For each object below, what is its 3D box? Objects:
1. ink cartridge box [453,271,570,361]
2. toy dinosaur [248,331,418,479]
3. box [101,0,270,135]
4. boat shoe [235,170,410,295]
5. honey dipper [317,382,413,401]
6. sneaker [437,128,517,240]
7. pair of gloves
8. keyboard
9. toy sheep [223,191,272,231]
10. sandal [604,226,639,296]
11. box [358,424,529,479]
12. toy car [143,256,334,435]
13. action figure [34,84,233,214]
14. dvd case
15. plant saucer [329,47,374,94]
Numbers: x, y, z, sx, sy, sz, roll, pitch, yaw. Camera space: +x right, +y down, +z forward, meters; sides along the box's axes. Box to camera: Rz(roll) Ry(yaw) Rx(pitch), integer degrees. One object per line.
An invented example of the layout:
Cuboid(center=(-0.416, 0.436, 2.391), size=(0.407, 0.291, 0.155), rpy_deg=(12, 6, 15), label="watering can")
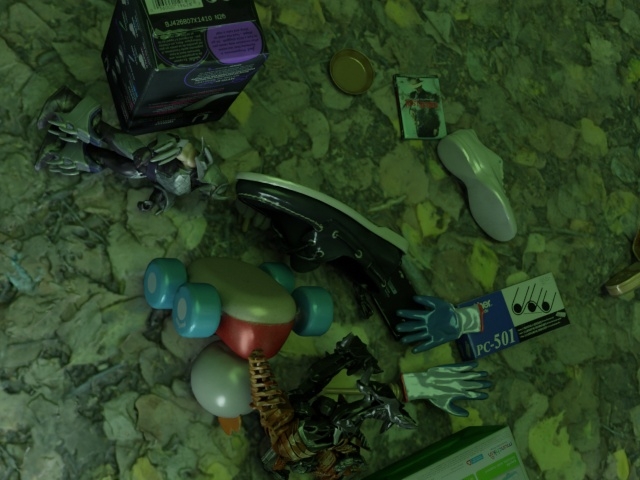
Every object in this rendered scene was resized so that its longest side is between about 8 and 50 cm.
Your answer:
Cuboid(center=(0.321, 0.130, 1.434), size=(0.207, 0.046, 0.097), rpy_deg=(-16, 84, -24), label="ink cartridge box")
Cuboid(center=(0.000, 0.250, 1.158), size=(0.218, 0.322, 0.164), rpy_deg=(-34, 63, 2), label="toy dinosaur")
Cuboid(center=(-0.201, -0.266, 1.192), size=(0.165, 0.270, 0.143), rpy_deg=(-14, 83, -24), label="box")
Cuboid(center=(-0.003, 0.000, 1.238), size=(0.340, 0.127, 0.113), rpy_deg=(26, 81, -47), label="boat shoe")
Cuboid(center=(0.068, 0.238, 1.318), size=(0.160, 0.030, 0.030), rpy_deg=(4, 77, -19), label="honey dipper")
Cuboid(center=(0.296, -0.104, 1.466), size=(0.094, 0.080, 0.212), rpy_deg=(-28, 88, -36), label="sneaker")
Cuboid(center=(0.198, 0.184, 1.342), size=(0.159, 0.023, 0.198), rpy_deg=(-2, 78, -16), label="pair of gloves")
Cuboid(center=(0.095, 0.078, 1.370), size=(0.108, 0.023, 0.180), rpy_deg=(-31, 90, -31), label="keyboard")
Cuboid(center=(-0.087, -0.055, 1.294), size=(0.132, 0.091, 0.091), rpy_deg=(8, 75, -26), label="toy sheep")
Cuboid(center=(0.612, 0.010, 1.555), size=(0.240, 0.088, 0.079), rpy_deg=(-32, 97, -20), label="sandal")
Cuboid(center=(0.199, 0.437, 1.272), size=(0.262, 0.127, 0.231), rpy_deg=(-20, 87, -25), label="box")
Cuboid(center=(-0.133, 0.159, 1.200), size=(0.219, 0.210, 0.238), rpy_deg=(4, 105, -34), label="toy car")
Cuboid(center=(-0.257, -0.111, 1.196), size=(0.285, 0.185, 0.099), rpy_deg=(20, 56, 0), label="action figure")
Cuboid(center=(0.175, -0.235, 1.477), size=(0.087, 0.013, 0.119), rpy_deg=(-2, 78, -22), label="dvd case")
Cuboid(center=(0.052, -0.288, 1.438), size=(0.083, 0.015, 0.083), rpy_deg=(5, 77, -21), label="plant saucer")
